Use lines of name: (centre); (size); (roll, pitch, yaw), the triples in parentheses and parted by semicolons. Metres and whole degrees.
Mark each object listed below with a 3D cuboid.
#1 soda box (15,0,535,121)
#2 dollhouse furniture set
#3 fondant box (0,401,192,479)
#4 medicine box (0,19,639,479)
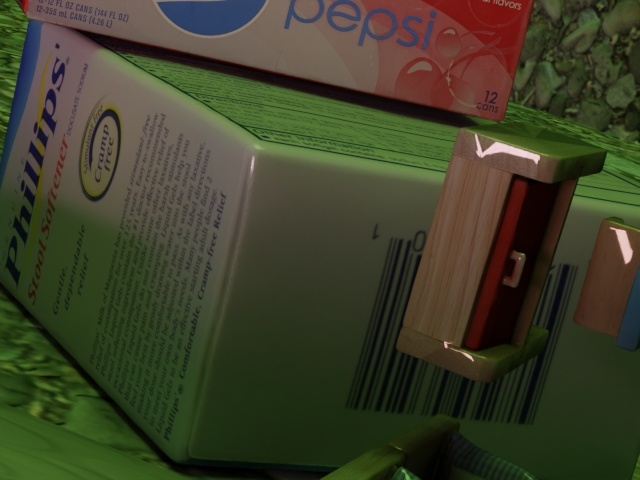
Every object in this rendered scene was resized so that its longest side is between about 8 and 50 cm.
soda box: (-0.023, -0.136, 0.882); (0.263, 0.092, 0.083); (10, 12, -18)
dollhouse furniture set: (0.084, 0.067, 0.580); (0.129, 0.184, 0.129); (19, 13, 20)
fondant box: (-0.158, 0.063, 0.384); (0.330, 0.096, 0.238); (18, -5, 19)
medicine box: (0.000, 0.000, 0.875); (0.263, 0.149, 0.289); (8, 13, -31)
